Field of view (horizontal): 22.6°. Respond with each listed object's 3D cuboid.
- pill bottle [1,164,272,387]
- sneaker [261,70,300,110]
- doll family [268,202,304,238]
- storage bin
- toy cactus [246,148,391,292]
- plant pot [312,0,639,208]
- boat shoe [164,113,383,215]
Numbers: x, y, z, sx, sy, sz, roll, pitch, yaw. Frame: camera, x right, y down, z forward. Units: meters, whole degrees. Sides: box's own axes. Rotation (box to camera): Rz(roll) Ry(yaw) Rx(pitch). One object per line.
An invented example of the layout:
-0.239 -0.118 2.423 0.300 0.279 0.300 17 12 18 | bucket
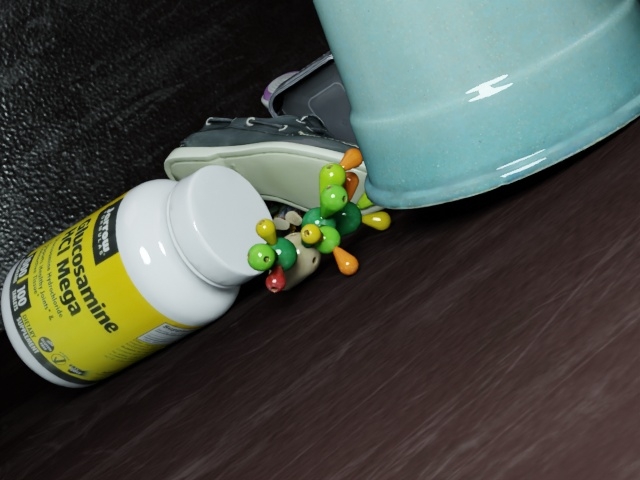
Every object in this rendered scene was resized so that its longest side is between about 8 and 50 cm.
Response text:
-0.219 0.040 1.945 0.334 0.188 0.188 -29 10 35 | pill bottle
0.045 -0.186 2.505 0.114 0.152 0.305 -44 35 -25 | sneaker
-0.086 -0.004 2.068 0.193 0.076 0.111 -28 29 11 | doll family
0.028 -0.147 2.079 0.122 0.180 0.084 -33 7 11 | storage bin
0.000 0.000 1.719 0.219 0.112 0.180 -44 -7 -39 | toy cactus
0.131 -0.257 1.560 0.341 0.334 0.341 -24 15 7 | plant pot
-0.037 -0.106 1.975 0.340 0.127 0.113 0 48 41 | boat shoe
